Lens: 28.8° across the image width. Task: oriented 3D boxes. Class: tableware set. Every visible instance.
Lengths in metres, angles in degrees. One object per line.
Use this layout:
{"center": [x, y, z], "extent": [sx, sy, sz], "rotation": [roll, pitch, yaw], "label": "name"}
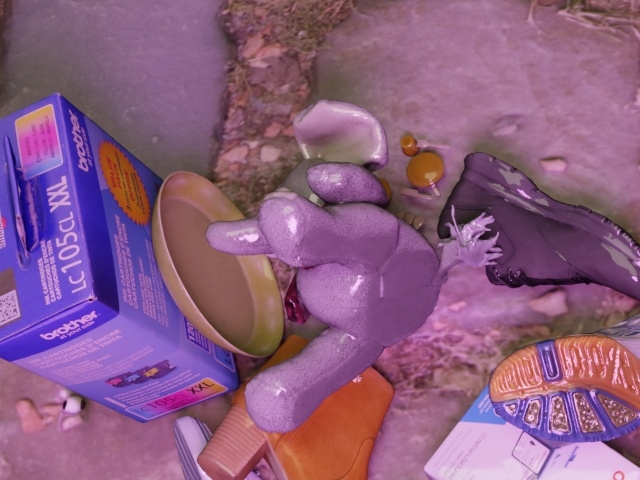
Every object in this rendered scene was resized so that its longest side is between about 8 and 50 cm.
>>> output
{"center": [0.096, -0.059, 1.545], "extent": [0.104, 0.024, 0.154], "rotation": [14, 72, 27], "label": "tableware set"}

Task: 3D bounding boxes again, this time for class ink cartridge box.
{"center": [-0.263, 0.022, 1.407], "extent": [0.151, 0.395, 0.270], "rotation": [-25, 61, 15], "label": "ink cartridge box"}
{"center": [0.229, 0.253, 1.321], "extent": [0.191, 0.082, 0.139], "rotation": [33, 79, 30], "label": "ink cartridge box"}

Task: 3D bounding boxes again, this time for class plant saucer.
{"center": [-0.126, 0.033, 1.457], "extent": [0.037, 0.241, 0.241], "rotation": [-28, 60, 21], "label": "plant saucer"}

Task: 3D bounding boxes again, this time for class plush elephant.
{"center": [0.000, 0.000, 1.381], "extent": [0.330, 0.271, 0.255], "rotation": [-22, 36, -32], "label": "plush elephant"}

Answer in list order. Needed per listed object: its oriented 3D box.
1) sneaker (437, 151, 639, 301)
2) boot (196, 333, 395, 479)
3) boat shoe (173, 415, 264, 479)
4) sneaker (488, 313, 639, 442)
{"center": [0.258, 0.011, 1.423], "extent": [0.286, 0.109, 0.130], "rotation": [32, 89, 35], "label": "sneaker"}
{"center": [0.031, 0.246, 1.384], "extent": [0.295, 0.104, 0.211], "rotation": [37, 60, 9], "label": "boot"}
{"center": [-0.095, 0.296, 1.421], "extent": [0.076, 0.083, 0.226], "rotation": [-18, 66, -23], "label": "boat shoe"}
{"center": [0.318, 0.136, 1.305], "extent": [0.297, 0.131, 0.111], "rotation": [-10, 93, -1], "label": "sneaker"}
